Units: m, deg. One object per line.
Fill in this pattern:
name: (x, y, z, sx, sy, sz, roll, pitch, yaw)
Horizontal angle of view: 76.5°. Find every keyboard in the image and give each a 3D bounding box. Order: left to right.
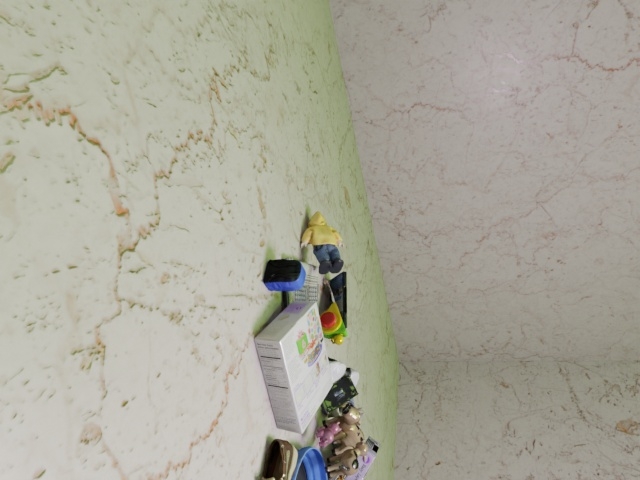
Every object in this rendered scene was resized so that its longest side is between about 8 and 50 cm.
keyboard: (0.069, 0.576, 1.482, 0.180, 0.023, 0.108, -12, 69, -45)

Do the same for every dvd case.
dvd case: (0.081, 0.284, 1.857, 0.180, 0.022, 0.253, 136, -42, -63)

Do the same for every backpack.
backpack: (-0.106, 0.112, 1.295, 0.101, 0.120, 0.098, 61, 28, -52)

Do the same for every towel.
towel: (-0.059, 0.238, 1.524, 0.324, 0.056, 0.312, 34, 52, -70)

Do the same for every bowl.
bowl: (-0.065, 0.861, 1.270, 0.391, 0.077, 0.391, -6, 90, -74)

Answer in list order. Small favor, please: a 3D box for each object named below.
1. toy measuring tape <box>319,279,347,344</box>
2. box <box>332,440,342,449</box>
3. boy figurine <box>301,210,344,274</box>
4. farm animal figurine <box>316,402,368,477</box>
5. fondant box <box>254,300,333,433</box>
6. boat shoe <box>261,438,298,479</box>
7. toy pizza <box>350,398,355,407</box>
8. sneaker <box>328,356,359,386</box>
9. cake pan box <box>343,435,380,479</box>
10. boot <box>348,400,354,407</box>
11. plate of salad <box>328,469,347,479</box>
toy measuring tape: (0.025, 0.314, 1.758, 0.121, 0.121, 0.330, 67, 2, -45)
box: (0.135, 0.955, 1.867, 0.113, 0.094, 0.275, -73, 152, -52)
boy figurine: (0.000, 0.000, 1.649, 0.092, 0.177, 0.285, 104, -26, -46)
farm animal figurine: (0.098, 0.721, 1.534, 0.326, 0.172, 0.330, 68, 5, -48)
fondant box: (-0.073, 0.393, 1.291, 0.238, 0.096, 0.330, -39, 124, -57)
boat shoe: (-0.132, 0.678, 1.112, 0.095, 0.095, 0.257, 55, 25, -33)
toy pizza: (0.134, 0.864, 2.004, 0.201, 0.032, 0.201, -7, 90, -72)
sneaker: (0.036, 0.515, 1.599, 0.268, 0.153, 0.101, 42, 68, -49)
cake pan box: (0.153, 0.955, 1.676, 0.267, 0.070, 0.246, -58, 163, -5)
boot: (0.120, 0.769, 1.845, 0.190, 0.086, 0.069, 49, 38, -48)
plate of salad: (0.065, 0.916, 1.559, 0.200, 0.048, 0.200, -44, 160, -21)
